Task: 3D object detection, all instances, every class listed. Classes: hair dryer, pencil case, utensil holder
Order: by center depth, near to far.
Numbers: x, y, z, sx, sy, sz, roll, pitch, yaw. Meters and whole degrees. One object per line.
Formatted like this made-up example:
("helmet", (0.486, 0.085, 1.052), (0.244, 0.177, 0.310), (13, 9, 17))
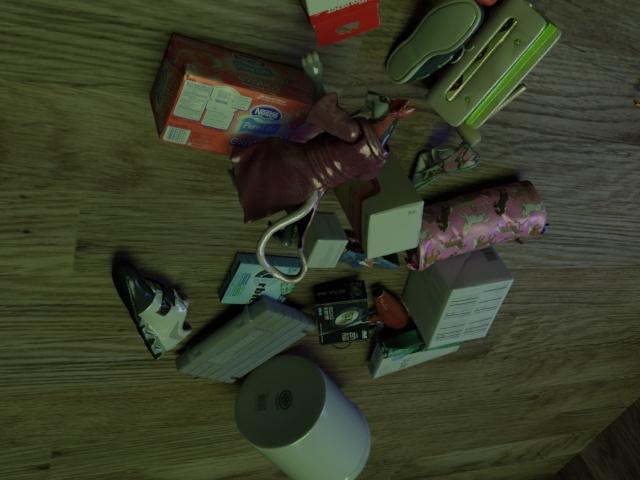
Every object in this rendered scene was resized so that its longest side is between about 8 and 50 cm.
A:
("pencil case", (0.398, -0.039, 1.776), (0.386, 0.167, 0.160), (-14, 172, -10))
("hair dryer", (0.158, 0.247, 2.034), (0.223, 0.080, 0.294), (-3, 136, -21))
("utensil holder", (-0.049, 0.576, 2.113), (0.327, 0.328, 0.385), (-27, 138, 4))

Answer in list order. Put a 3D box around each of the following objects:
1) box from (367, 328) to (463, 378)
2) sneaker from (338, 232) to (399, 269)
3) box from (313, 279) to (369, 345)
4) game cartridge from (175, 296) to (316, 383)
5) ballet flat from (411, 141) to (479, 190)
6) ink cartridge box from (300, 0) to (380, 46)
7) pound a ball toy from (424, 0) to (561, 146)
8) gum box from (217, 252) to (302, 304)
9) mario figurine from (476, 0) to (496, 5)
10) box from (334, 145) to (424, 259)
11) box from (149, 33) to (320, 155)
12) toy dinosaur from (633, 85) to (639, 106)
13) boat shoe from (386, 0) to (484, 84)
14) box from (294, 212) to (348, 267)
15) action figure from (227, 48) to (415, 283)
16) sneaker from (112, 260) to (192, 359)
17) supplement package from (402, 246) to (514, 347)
("box", (0.323, 0.346, 2.187), (0.321, 0.059, 0.232), (-17, 154, -13))
("sneaker", (0.121, 0.037, 1.801), (0.221, 0.083, 0.087), (17, 140, -31))
("box", (0.061, 0.208, 1.910), (0.147, 0.078, 0.180), (-6, 132, -1))
("game cartridge", (-0.213, 0.286, 1.893), (0.355, 0.068, 0.230), (-35, 139, 22))
("ballet flat", (0.282, -0.184, 1.603), (0.077, 0.079, 0.221), (-39, -170, -35))
("ink cartridge box", (0.023, -0.473, 1.182), (0.134, 0.078, 0.231), (-20, 140, -3))
("pound a ball toy", (0.358, -0.363, 1.447), (0.319, 0.136, 0.208), (-50, 159, 28))
("gum box", (-0.156, 0.105, 1.760), (0.184, 0.041, 0.157), (6, 133, -29))
("mario figurine", (0.343, -0.550, 1.179), (0.320, 0.170, 0.198), (-21, 166, 33))
("box", (0.125, -0.098, 1.520), (0.126, 0.232, 0.149), (-14, 139, -11))
("box", (-0.154, -0.261, 1.281), (0.299, 0.142, 0.154), (7, 132, -31))
("toy dinosaur", (0.816, -0.374, 1.673), (0.047, 0.090, 0.082), (6, 102, -10))
("boat shoe", (0.234, -0.387, 1.321), (0.079, 0.095, 0.254), (-15, 166, -36))
("box", (0.000, 0.000, 1.672), (0.087, 0.102, 0.101), (0, 135, -28))
("action figure", (0.003, -0.142, 1.186), (0.370, 0.276, 0.248), (-29, 136, 27))
("sneaker", (-0.405, 0.146, 1.650), (0.146, 0.122, 0.331), (-31, 142, -19))
("supplement package", (0.386, 0.139, 1.928), (0.198, 0.199, 0.263), (-8, 138, -18))
